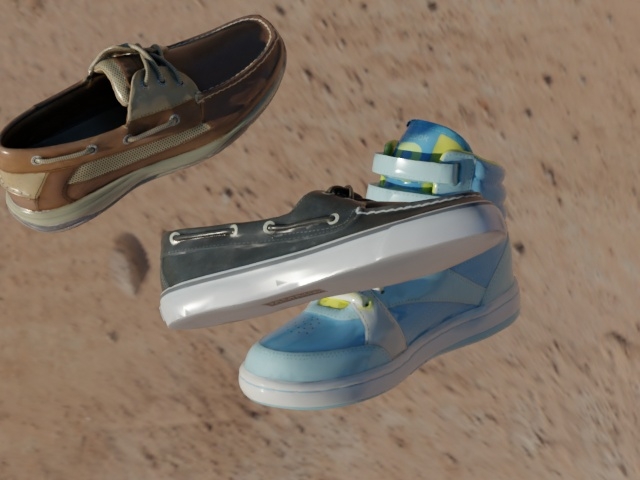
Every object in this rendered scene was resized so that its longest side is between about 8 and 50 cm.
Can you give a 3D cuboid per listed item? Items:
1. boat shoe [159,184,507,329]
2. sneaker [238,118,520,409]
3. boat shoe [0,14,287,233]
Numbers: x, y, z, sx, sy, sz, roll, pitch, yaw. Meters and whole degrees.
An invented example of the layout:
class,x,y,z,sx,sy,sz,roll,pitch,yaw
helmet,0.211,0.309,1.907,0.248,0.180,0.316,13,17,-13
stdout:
class,x,y,z,sx,sy,sz,roll,pitch,yaw
boat shoe,0.000,0.000,0.534,0.142,0.049,0.040,-15,76,15
sneaker,0.048,0.010,1.200,0.127,0.319,0.208,14,116,42
boat shoe,-0.173,-0.133,1.352,0.324,0.116,0.123,-36,52,-16
